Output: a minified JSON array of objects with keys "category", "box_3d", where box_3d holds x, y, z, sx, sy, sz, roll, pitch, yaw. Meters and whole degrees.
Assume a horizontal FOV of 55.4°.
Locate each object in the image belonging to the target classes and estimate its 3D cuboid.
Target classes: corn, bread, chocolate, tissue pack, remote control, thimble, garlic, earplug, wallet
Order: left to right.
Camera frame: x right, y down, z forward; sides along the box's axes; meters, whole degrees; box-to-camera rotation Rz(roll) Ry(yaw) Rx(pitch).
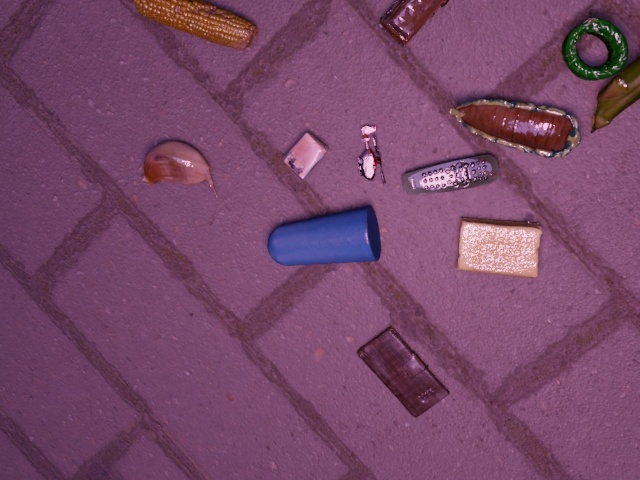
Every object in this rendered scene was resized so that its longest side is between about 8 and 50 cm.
[{"category":"garlic","box_3d":[-0.353,-0.184,1.553,0.198,0.090,0.128,10,119,4]},{"category":"corn","box_3d":[-0.305,-0.537,1.454,0.320,0.097,0.097,23,106,5]},{"category":"tissue pack","box_3d":[-0.033,-0.209,1.479,0.074,0.059,0.094,42,107,3]},{"category":"earplug","box_3d":[0.000,0.000,1.487,0.273,0.132,0.132,-7,100,18]},{"category":"wallet","box_3d":[0.210,0.336,1.551,0.124,0.042,0.230,-41,90,20]},{"category":"chocolate","box_3d":[0.261,-0.580,1.332,0.102,0.065,0.329,42,105,2]},{"category":"remote control","box_3d":[0.302,-0.151,1.426,0.222,0.042,0.072,-9,100,13]},{"category":"bread","box_3d":[0.414,0.015,1.423,0.188,0.068,0.125,5,103,12]},{"category":"thimble","box_3d":[0.575,-0.401,1.286,0.118,0.090,0.130,-21,96,17]}]

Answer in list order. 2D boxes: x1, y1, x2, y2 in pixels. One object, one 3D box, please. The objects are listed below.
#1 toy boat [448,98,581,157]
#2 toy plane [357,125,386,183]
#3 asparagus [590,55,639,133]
[{"category":"toy boat","box_3d":[0.422,-0.259,1.350,0.293,0.099,0.108,13,105,2]},{"category":"toy plane","box_3d":[0.117,-0.202,1.459,0.060,0.037,0.145,-8,101,10]},{"category":"asparagus","box_3d":[0.656,-0.338,1.221,0.085,0.082,0.343,41,144,-2]}]
